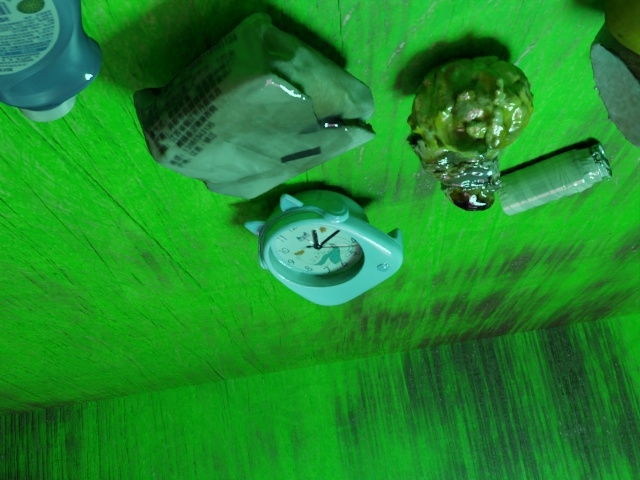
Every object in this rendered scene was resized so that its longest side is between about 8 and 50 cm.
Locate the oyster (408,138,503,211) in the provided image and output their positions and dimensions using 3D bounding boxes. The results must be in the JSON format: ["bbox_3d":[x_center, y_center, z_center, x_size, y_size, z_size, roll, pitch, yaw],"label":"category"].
[{"bbox_3d":[0.249,-0.120,1.322,0.161,0.108,0.232,-7,160,20],"label":"oyster"}]

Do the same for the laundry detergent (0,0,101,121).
[{"bbox_3d":[-0.309,-0.214,0.819,0.143,0.094,0.290,-12,164,-10],"label":"laundry detergent"}]

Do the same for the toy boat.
[{"bbox_3d":[0.477,-0.242,0.996,0.282,0.206,0.096,-29,178,-15],"label":"toy boat"}]

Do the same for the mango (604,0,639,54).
[{"bbox_3d":[0.472,-0.298,0.745,0.301,0.221,0.445,3,160,-38],"label":"mango"}]

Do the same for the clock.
[{"bbox_3d":[0.000,0.000,1.446,0.223,0.094,0.274,-32,126,33],"label":"clock"}]

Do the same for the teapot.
[{"bbox_3d":[0.437,-0.110,1.458,0.200,0.077,0.107,-21,161,30],"label":"teapot"}]

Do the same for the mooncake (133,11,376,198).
[{"bbox_3d":[-0.085,-0.162,0.983,0.254,0.136,0.250,-25,157,25],"label":"mooncake"}]

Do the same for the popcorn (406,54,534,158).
[{"bbox_3d":[0.206,-0.182,1.086,0.173,0.142,0.173,-23,-178,1],"label":"popcorn"}]
